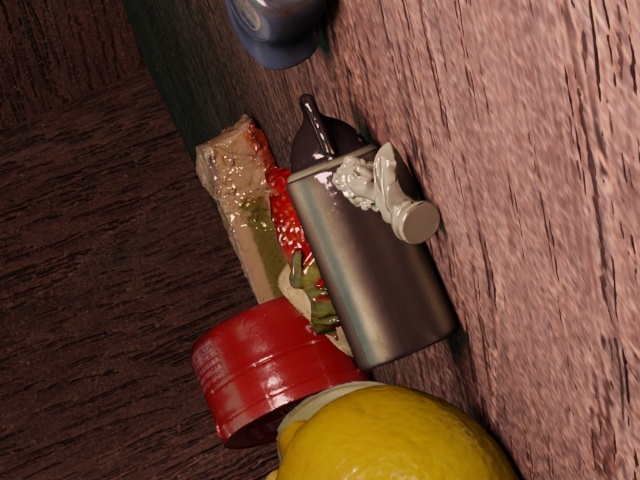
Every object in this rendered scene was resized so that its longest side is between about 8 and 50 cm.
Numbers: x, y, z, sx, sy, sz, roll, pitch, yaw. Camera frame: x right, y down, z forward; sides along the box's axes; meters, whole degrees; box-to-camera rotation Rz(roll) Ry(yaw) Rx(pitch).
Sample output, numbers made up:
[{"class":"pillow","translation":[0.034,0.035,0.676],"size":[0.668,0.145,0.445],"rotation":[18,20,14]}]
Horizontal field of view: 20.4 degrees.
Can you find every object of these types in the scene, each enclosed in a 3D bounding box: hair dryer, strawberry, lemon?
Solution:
[{"class":"hair dryer","translation":[0.025,-0.015,1.341],"size":[0.248,0.078,0.196],"rotation":[-111,-1,-88]},{"class":"strawberry","translation":[0.000,0.000,1.561],"size":[0.187,0.082,0.146],"rotation":[-111,7,-45]},{"class":"lemon","translation":[0.066,0.207,1.299],"size":[0.248,0.184,0.184],"rotation":[40,160,35]}]

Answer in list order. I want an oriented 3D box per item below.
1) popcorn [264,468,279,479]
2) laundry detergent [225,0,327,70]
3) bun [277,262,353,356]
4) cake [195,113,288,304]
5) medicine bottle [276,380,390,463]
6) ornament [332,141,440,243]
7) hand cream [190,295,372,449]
[{"class":"popcorn","translation":[0.053,0.312,1.620],"size":[0.286,0.215,0.252],"rotation":[32,139,-6]},{"class":"laundry detergent","translation":[-0.036,-0.174,1.234],"size":[0.097,0.061,0.206],"rotation":[58,174,4]},{"class":"bun","translation":[0.016,0.054,1.682],"size":[0.115,0.069,0.115],"rotation":[45,177,3]},{"class":"cake","translation":[-0.082,-0.039,2.129],"size":[0.117,0.086,0.220],"rotation":[-130,17,-70]},{"class":"medicine bottle","translation":[0.042,0.236,1.796],"size":[0.147,0.147,0.143],"rotation":[-123,9,-61]},{"class":"ornament","translation":[0.048,-0.029,1.172],"size":[0.068,0.041,0.092],"rotation":[61,166,-7]},{"class":"hand cream","translation":[-0.046,0.150,2.057],"size":[0.193,0.193,0.125],"rotation":[85,161,-74]}]
